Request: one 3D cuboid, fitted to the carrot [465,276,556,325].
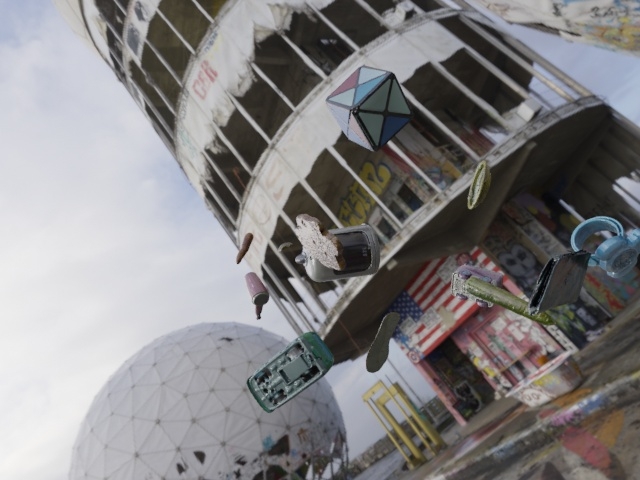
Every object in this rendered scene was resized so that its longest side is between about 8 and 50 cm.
[{"bbox_3d":[0.733,0.239,1.723,0.074,0.358,0.074,-27,-50,-37],"label":"carrot"}]

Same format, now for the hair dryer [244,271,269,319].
[{"bbox_3d":[-0.191,0.181,1.317,0.054,0.106,0.154,-13,-52,-22],"label":"hair dryer"}]

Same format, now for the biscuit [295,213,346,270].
[{"bbox_3d":[0.000,0.000,1.449,0.041,0.209,0.290,-38,19,-18],"label":"biscuit"}]

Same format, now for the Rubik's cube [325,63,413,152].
[{"bbox_3d":[0.213,-0.572,1.918,0.250,0.248,0.246,-45,-50,-6],"label":"Rubik's cube"}]

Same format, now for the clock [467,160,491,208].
[{"bbox_3d":[0.750,-0.255,2.069,0.237,0.056,0.237,13,-90,-85],"label":"clock"}]

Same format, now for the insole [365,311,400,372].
[{"bbox_3d":[0.284,0.475,2.031,0.118,0.009,0.349,6,-65,-25],"label":"insole"}]

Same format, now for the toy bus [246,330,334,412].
[{"bbox_3d":[-0.113,0.527,1.820,0.343,0.184,0.199,-40,-9,20],"label":"toy bus"}]

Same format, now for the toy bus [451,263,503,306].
[{"bbox_3d":[0.699,0.198,1.978,0.142,0.202,0.142,-28,-56,-43],"label":"toy bus"}]

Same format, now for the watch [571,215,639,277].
[{"bbox_3d":[1.016,0.008,1.576,0.210,0.193,0.211,-10,-53,-13],"label":"watch"}]

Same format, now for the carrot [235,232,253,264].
[{"bbox_3d":[-0.286,0.031,1.667,0.036,0.035,0.165,115,172,-46],"label":"carrot"}]

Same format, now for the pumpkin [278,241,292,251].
[{"bbox_3d":[-0.182,0.028,2.248,0.083,0.028,0.050,-25,1,1],"label":"pumpkin"}]

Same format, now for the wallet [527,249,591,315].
[{"bbox_3d":[0.759,0.126,1.392,0.378,0.046,0.191,-1,-71,-45],"label":"wallet"}]

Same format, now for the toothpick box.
[{"bbox_3d":[0.059,0.056,1.791,0.316,0.229,0.229,-8,-31,-13],"label":"toothpick box"}]
